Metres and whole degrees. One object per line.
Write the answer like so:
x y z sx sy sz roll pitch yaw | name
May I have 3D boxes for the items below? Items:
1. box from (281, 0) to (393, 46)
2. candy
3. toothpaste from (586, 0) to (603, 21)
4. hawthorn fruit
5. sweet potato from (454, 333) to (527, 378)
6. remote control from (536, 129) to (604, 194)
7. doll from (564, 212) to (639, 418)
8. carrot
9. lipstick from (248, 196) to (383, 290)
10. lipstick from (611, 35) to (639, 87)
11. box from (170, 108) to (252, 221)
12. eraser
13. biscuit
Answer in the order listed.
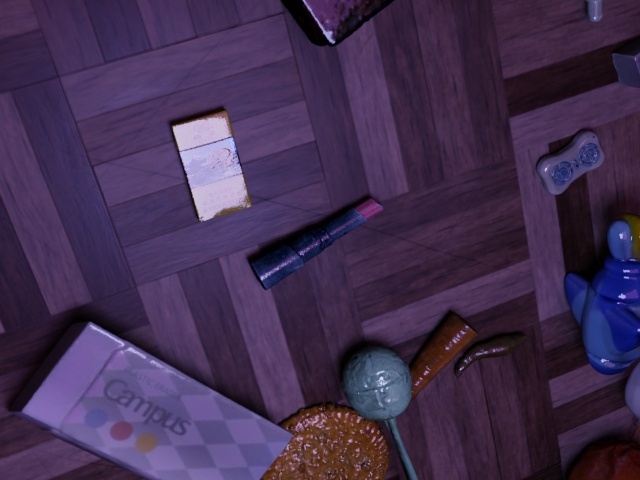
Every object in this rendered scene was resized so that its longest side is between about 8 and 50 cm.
-0.011 -0.500 1.071 0.264 0.116 0.415 -39 115 -4 | box
0.147 0.382 1.397 0.119 0.119 0.439 -23 105 -10 | candy
0.436 -0.460 1.281 0.062 0.037 0.216 -9 105 -17 | toothpaste
0.602 0.467 1.580 0.207 0.207 0.243 37 68 -25 | hawthorn fruit
0.308 0.201 1.461 0.153 0.038 0.041 -24 91 -8 | sweet potato
0.435 -0.135 1.392 0.122 0.032 0.074 -36 115 -5 | remote control
0.584 0.122 1.465 0.366 0.187 0.375 23 77 -33 | doll
0.192 0.223 1.420 0.061 0.061 0.209 34 101 -25 | carrot
0.000 0.000 1.282 0.234 0.053 0.053 -29 115 -9 | lipstick
0.650 -0.367 1.366 0.318 0.068 0.066 -31 115 -6 | lipstick
-0.162 -0.112 1.203 0.087 0.023 0.155 -17 112 -9 | box
-0.261 0.291 1.273 0.397 0.082 0.213 35 94 -25 | eraser
0.007 0.407 1.430 0.254 0.035 0.253 -6 110 -17 | biscuit
